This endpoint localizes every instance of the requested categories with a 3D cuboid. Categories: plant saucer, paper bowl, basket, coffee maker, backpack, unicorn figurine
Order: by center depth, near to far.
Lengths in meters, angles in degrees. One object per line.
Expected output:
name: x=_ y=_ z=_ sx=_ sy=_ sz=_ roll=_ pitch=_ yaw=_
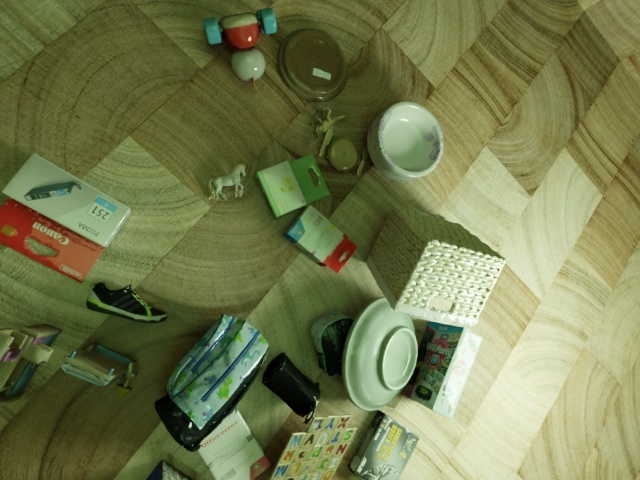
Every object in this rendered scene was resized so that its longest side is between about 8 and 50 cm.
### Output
backpack: x=-0.310 y=0.393 z=1.193 sx=0.356 sy=0.290 sz=0.273 roll=-33 pitch=79 yaw=-26
coffee maker: x=-0.091 y=0.472 z=1.318 sx=0.178 sy=0.171 sz=0.120 roll=45 pitch=79 yaw=-11
unicorn figurine: x=-0.298 y=-0.193 z=1.343 sx=0.162 sy=0.060 sz=0.111 roll=-14 pitch=92 yaw=-21
backpack: x=0.052 y=0.342 z=1.390 sx=0.166 sy=0.144 sz=0.188 roll=-18 pitch=110 yaw=-20
basket: x=0.381 y=0.078 z=1.396 sx=0.329 sy=0.331 sz=0.266 roll=14 pitch=111 yaw=-18
plant saucer: x=0.239 y=0.399 z=1.401 sx=0.401 sy=0.101 sz=0.400 roll=-5 pitch=97 yaw=-45
plant saucer: x=-0.021 y=-0.650 z=1.487 sx=0.278 sy=0.041 sz=0.277 roll=1 pitch=86 yaw=-21
paper bowl: x=0.308 y=-0.365 z=1.532 sx=0.285 sy=0.148 sz=0.284 roll=2 pitch=85 yaw=-20

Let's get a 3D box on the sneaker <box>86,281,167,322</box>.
sneaker: x=-0.570 y=0.181 z=1.206 sx=0.235 sy=0.084 sz=0.097 roll=19 pitch=79 yaw=-18

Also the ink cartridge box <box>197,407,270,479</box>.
ink cartridge box: x=-0.285 y=0.656 z=1.277 sx=0.159 sy=0.092 sz=0.217 roll=-31 pitch=98 yaw=-19

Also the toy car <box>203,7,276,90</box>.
toy car: x=-0.251 y=-0.625 z=1.352 sx=0.219 sy=0.210 sz=0.237 roll=-14 pitch=121 yaw=-8

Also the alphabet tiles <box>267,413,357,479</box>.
alphabet tiles: x=-0.027 y=0.713 z=1.320 sx=0.285 sy=0.011 sz=0.342 roll=17 pitch=102 yaw=-39

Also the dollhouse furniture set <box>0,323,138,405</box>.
dollhouse furniture set: x=-0.675 y=0.375 z=1.047 sx=0.304 sy=0.286 sz=0.198 roll=26 pitch=78 yaw=-5

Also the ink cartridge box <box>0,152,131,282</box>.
ink cartridge box: x=-0.754 y=-0.059 z=1.164 sx=0.296 sy=0.066 sz=0.261 roll=32 pitch=75 yaw=-15

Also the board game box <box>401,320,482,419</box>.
board game box: x=0.439 y=0.462 z=1.488 sx=0.098 sy=0.224 sz=0.303 roll=30 pitch=77 yaw=-14

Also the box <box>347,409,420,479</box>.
box: x=0.234 y=0.773 z=1.480 sx=0.183 sy=0.056 sz=0.231 roll=38 pitch=75 yaw=-14

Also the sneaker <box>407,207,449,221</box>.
sneaker: x=0.426 y=-0.066 z=1.575 sx=0.253 sy=0.111 sz=0.102 roll=15 pitch=81 yaw=-19

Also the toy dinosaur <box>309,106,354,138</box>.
toy dinosaur: x=0.025 y=-0.443 z=1.493 sx=0.183 sy=0.053 sz=0.092 roll=-34 pitch=114 yaw=-12

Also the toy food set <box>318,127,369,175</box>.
toy food set: x=0.082 y=-0.325 z=1.510 sx=0.192 sy=0.039 sz=0.132 roll=23 pitch=85 yaw=-25

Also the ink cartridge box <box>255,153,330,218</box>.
ink cartridge box: x=-0.090 y=-0.198 z=1.425 sx=0.235 sy=0.056 sz=0.171 roll=-25 pitch=95 yaw=-18

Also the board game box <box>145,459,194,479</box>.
board game box: x=-0.427 y=0.847 z=1.185 sx=0.291 sy=0.141 sz=0.232 roll=42 pitch=74 yaw=-13

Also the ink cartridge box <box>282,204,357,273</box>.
ink cartridge box: x=0.000 y=0.000 z=1.431 sx=0.231 sy=0.078 sz=0.134 roll=41 pitch=75 yaw=-13
